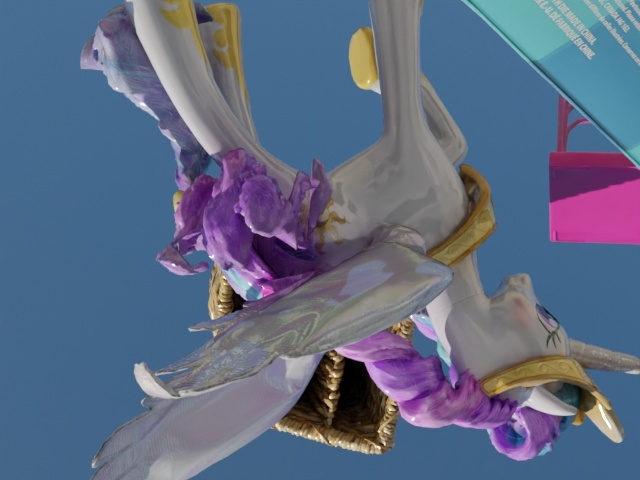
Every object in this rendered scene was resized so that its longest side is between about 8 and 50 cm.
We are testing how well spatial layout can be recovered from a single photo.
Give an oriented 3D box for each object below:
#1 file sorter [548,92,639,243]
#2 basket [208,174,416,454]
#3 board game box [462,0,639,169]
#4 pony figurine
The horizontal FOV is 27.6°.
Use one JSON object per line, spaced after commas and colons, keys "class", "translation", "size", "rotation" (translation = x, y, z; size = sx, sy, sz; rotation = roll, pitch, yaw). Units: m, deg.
{"class": "file sorter", "translation": [0.395, -0.123, 1.644], "size": [0.202, 0.290, 0.182], "rotation": [2, -107, 11]}
{"class": "basket", "translation": [-0.016, 0.081, 1.573], "size": [0.214, 0.299, 0.223], "rotation": [5, -162, -16]}
{"class": "board game box", "translation": [0.226, -0.166, 0.494], "size": [0.254, 0.336, 0.079], "rotation": [27, -144, -56]}
{"class": "pony figurine", "translation": [0.000, 0.000, 0.787], "size": [0.351, 0.303, 0.363], "rotation": [-18, -103, -27]}
